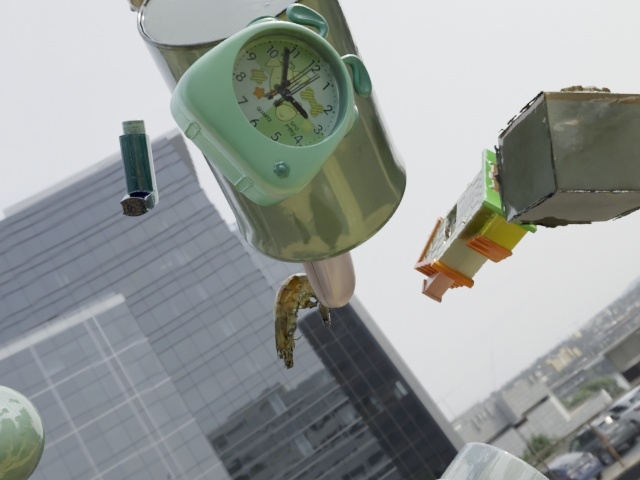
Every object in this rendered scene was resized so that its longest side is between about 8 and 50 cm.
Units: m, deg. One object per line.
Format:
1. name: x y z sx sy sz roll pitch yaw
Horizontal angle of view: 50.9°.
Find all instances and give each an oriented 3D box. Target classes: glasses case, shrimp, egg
1. glasses case: 0.000 0.000 1.388 0.075 0.297 0.113 -6 23 34
2. shrimp: -0.039 0.177 1.496 0.150 0.051 0.217 -4 -76 -37
3. egg: -0.612 0.361 1.212 0.282 0.203 0.203 -12 1 41

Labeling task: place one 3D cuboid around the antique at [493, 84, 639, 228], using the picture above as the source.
1. antique: 0.307 -0.101 0.815 0.151 0.148 0.147 0 -12 -9

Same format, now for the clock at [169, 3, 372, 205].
1. clock: -0.036 -0.137 0.650 0.188 0.148 0.060 -46 10 -24

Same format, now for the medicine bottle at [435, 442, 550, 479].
1. medicine bottle: 0.213 0.478 0.976 0.306 0.245 0.245 -48 -13 -26

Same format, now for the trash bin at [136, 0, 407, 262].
1. trash bin: -0.046 -0.170 0.951 0.280 0.280 0.432 -34 -43 -8

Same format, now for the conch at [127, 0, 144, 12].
1. conch: -0.305 -0.612 1.457 0.324 0.186 0.263 -10 57 60

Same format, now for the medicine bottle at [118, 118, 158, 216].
1. medicine bottle: -0.494 -0.196 1.817 0.079 0.258 0.124 -5 5 10

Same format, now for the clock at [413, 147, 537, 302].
1. clock: 0.288 -0.012 1.290 0.255 0.106 0.220 -58 6 34
